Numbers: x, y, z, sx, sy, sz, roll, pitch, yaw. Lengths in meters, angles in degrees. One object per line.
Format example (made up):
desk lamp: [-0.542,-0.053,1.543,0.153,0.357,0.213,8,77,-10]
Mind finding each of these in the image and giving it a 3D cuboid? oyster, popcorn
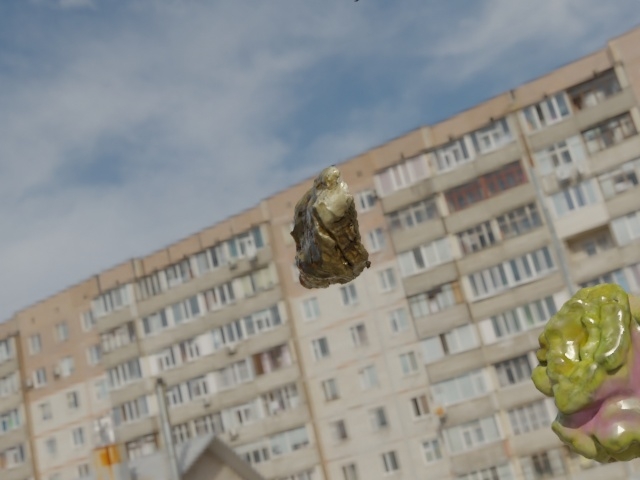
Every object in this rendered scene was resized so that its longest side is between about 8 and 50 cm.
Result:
oyster: [0.002,0.002,0.587,0.034,0.051,0.093,-19,-50,-26]
popcorn: [0.240,0.109,0.847,0.125,0.145,0.126,-18,-21,4]
